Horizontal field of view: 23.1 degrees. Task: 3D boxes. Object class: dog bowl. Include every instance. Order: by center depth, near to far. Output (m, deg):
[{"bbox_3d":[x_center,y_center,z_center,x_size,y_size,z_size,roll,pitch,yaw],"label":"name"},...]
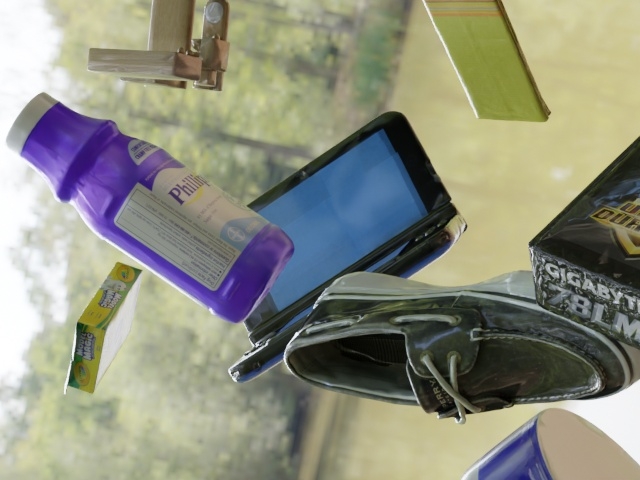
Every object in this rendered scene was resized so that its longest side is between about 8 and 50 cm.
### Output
[{"bbox_3d":[0.261,0.294,1.508,0.104,0.265,0.265,-43,15,20],"label":"dog bowl"}]

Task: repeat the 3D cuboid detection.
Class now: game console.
[{"bbox_3d":[0.000,0.000,1.784,0.293,0.173,0.250,-34,0,12],"label":"game console"}]

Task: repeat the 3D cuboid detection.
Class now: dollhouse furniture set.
[{"bbox_3d":[-0.169,-0.235,1.714,0.151,0.144,0.123,5,-88,-61],"label":"dollhouse furniture set"}]

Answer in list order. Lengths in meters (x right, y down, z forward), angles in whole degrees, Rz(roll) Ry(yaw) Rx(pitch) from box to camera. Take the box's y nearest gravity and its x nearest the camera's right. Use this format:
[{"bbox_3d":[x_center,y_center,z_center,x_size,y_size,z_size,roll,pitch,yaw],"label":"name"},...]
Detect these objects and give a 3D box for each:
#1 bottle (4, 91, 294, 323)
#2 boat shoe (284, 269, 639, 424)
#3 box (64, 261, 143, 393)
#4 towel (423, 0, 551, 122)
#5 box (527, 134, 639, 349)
[{"bbox_3d":[-0.163,-0.036,1.474,0.092,0.283,0.118,-57,-4,20],"label":"bottle"},{"bbox_3d":[0.116,0.103,1.322,0.119,0.335,0.121,-49,-56,-37],"label":"boat shoe"},{"bbox_3d":[-0.278,0.115,1.998,0.179,0.043,0.105,-63,-11,-58],"label":"box"},{"bbox_3d":[0.170,-0.225,1.700,0.021,0.102,0.237,-51,-51,-29],"label":"towel"},{"bbox_3d":[0.354,-0.010,1.139,0.293,0.295,0.073,-42,-43,-28],"label":"box"}]
